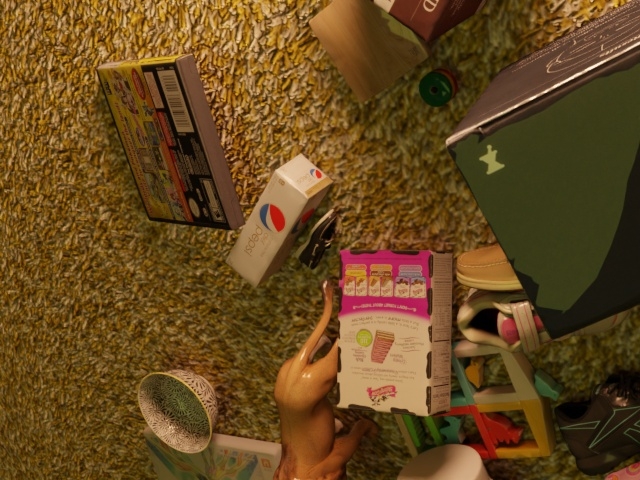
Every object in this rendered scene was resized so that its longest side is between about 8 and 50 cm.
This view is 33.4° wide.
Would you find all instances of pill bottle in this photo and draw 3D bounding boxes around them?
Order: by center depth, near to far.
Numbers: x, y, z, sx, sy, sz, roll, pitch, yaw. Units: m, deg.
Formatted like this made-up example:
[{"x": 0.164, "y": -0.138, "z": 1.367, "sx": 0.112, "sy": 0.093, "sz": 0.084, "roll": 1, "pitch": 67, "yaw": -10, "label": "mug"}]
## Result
[{"x": 0.229, "y": 0.462, "z": 1.627, "sx": 0.161, "sy": 0.161, "sz": 0.283, "roll": -7, "pitch": 116, "yaw": 38, "label": "pill bottle"}]

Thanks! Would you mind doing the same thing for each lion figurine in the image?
[{"x": -0.014, "y": 0.282, "z": 1.664, "sx": 0.142, "sy": 0.240, "sz": 0.392, "roll": 3, "pitch": 115, "yaw": 35, "label": "lion figurine"}]

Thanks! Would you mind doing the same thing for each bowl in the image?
[{"x": -0.243, "y": 0.295, "z": 1.944, "sx": 0.170, "sy": 0.080, "sz": 0.170, "roll": 17, "pitch": 123, "yaw": 28, "label": "bowl"}]

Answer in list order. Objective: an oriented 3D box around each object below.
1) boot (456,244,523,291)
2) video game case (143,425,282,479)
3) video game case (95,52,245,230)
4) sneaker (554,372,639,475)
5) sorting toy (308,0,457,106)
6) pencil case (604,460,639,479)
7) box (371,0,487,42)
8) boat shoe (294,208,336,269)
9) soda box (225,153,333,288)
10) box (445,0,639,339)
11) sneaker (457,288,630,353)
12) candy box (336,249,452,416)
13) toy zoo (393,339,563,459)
[{"x": 0.275, "y": -0.045, "z": 1.366, "sx": 0.261, "sy": 0.095, "sz": 0.204, "roll": -9, "pitch": 110, "yaw": 32, "label": "boot"}, {"x": -0.174, "y": 0.501, "z": 2.039, "sx": 0.328, "sy": 0.036, "sz": 0.300, "roll": 1, "pitch": 115, "yaw": 35, "label": "video game case"}, {"x": -0.239, "y": -0.154, "z": 1.681, "sx": 0.248, "sy": 0.035, "sz": 0.275, "roll": 7, "pitch": 120, "yaw": 50, "label": "video game case"}, {"x": 0.422, "y": 0.227, "z": 1.416, "sx": 0.267, "sy": 0.101, "sz": 0.106, "roll": -37, "pitch": 85, "yaw": 40, "label": "sneaker"}, {"x": 0.067, "y": -0.282, "z": 1.421, "sx": 0.132, "sy": 0.046, "sz": 0.275, "roll": -31, "pitch": 95, "yaw": 42, "label": "sorting toy"}, {"x": 0.503, "y": 0.308, "z": 1.362, "sx": 0.284, "sy": 0.124, "sz": 0.124, "roll": -32, "pitch": 94, "yaw": 34, "label": "pencil case"}, {"x": 0.120, "y": -0.374, "z": 1.250, "sx": 0.203, "sy": 0.167, "sz": 0.168, "roll": 39, "pitch": 131, "yaw": 11, "label": "box"}, {"x": 0.000, "y": 0.000, "z": 1.627, "sx": 0.038, "sy": 0.046, "sz": 0.125, "roll": 43, "pitch": 135, "yaw": 8, "label": "boat shoe"}, {"x": -0.066, "y": -0.028, "z": 1.640, "sx": 0.069, "sy": 0.074, "sz": 0.216, "roll": 40, "pitch": 131, "yaw": 10, "label": "soda box"}, {"x": 0.326, "y": -0.114, "z": 1.049, "sx": 0.293, "sy": 0.395, "sz": 0.212, "roll": -26, "pitch": 98, "yaw": 23, "label": "box"}, {"x": 0.292, "y": 0.102, "z": 1.430, "sx": 0.252, "sy": 0.111, "sz": 0.103, "roll": -13, "pitch": 106, "yaw": 39, "label": "sneaker"}, {"x": 0.107, "y": 0.130, "z": 1.546, "sx": 0.159, "sy": 0.071, "sz": 0.234, "roll": 1, "pitch": 88, "yaw": 36, "label": "candy box"}, {"x": 0.230, "y": 0.241, "z": 1.607, "sx": 0.293, "sy": 0.030, "sz": 0.192, "roll": -12, "pitch": 107, "yaw": 40, "label": "toy zoo"}]
